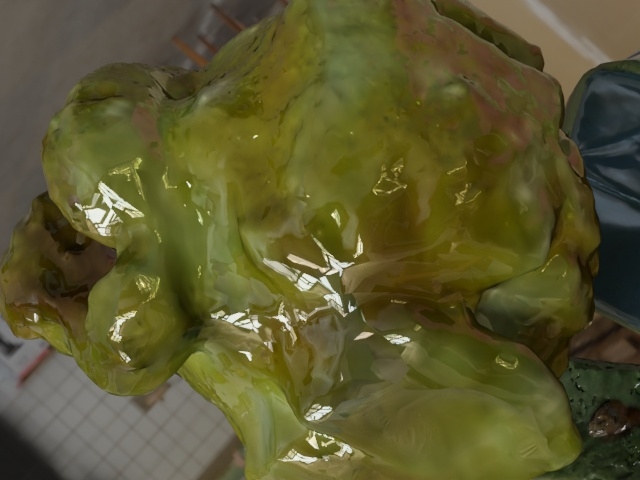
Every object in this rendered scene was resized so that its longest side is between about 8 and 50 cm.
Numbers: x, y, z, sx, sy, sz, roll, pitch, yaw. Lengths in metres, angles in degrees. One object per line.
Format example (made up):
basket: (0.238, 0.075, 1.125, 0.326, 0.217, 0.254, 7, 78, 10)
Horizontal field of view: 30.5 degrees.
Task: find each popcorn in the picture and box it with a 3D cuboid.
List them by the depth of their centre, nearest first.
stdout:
popcorn: (-0.004, 0.000, 0.542, 0.276, 0.276, 0.225, -48, -169, 20)

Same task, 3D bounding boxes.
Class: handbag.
handbag: (0.313, -0.044, 0.848, 0.241, 0.263, 0.222, -28, 133, -46)

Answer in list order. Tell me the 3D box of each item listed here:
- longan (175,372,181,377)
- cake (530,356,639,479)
longan: (-0.087, 0.074, 0.992, 0.119, 0.106, 0.106, 3, -143, 38)
cake: (0.063, 0.136, 0.677, 0.283, 0.172, 0.158, 133, -32, -74)
